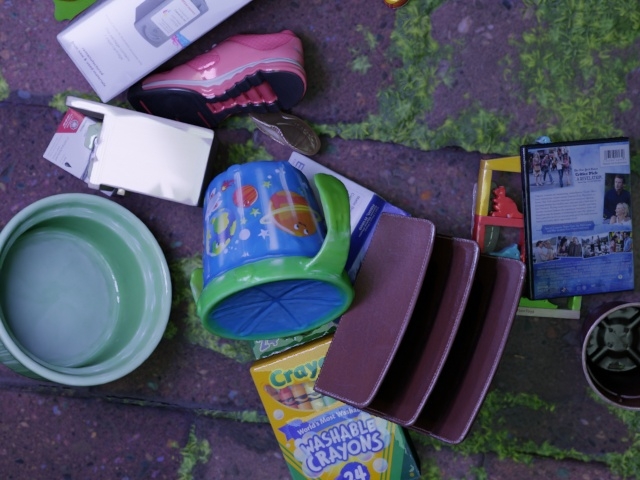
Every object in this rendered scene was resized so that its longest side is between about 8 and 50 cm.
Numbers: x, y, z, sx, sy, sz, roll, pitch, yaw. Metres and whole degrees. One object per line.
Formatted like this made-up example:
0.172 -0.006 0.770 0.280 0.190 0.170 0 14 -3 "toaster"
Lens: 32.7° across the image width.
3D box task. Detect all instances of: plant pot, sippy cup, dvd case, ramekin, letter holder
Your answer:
0.488 0.170 1.737 0.167 0.165 0.167 0 95 5 "plant pot"
-0.083 0.008 1.671 0.306 0.240 0.224 -16 63 9 "sippy cup"
0.414 -0.035 1.759 0.180 0.022 0.253 -5 98 -8 "dvd case"
-0.406 0.086 1.748 0.303 0.148 0.303 8 75 -33 "ramekin"
0.159 0.133 1.666 0.152 0.214 0.301 29 79 -41 "letter holder"

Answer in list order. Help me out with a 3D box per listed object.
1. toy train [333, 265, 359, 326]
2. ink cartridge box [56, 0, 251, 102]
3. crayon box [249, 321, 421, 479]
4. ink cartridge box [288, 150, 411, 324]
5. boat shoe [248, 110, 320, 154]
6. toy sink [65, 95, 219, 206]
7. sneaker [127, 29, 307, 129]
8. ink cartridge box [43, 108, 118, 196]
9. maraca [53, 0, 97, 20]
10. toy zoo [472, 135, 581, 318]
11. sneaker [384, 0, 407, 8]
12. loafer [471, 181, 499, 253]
-0.006 0.074 1.823 0.166 0.046 0.125 26 91 17 "toy train"
-0.242 -0.368 1.708 0.306 0.226 0.131 -34 108 7 "ink cartridge box"
0.017 0.273 1.828 0.203 0.083 0.323 -21 93 6 "crayon box"
0.000 0.000 1.782 0.224 0.045 0.223 28 91 18 "ink cartridge box"
-0.058 -0.184 1.809 0.135 0.045 0.050 36 81 6 "boat shoe"
-0.290 -0.132 1.725 0.234 0.153 0.131 14 90 -3 "toy sink"
-0.164 -0.267 1.795 0.314 0.116 0.136 -7 52 18 "sneaker"
-0.379 -0.148 1.834 0.135 0.056 0.099 30 96 2 "ink cartridge box"
-0.415 -0.441 1.793 0.127 0.099 0.185 -17 120 8 "maraca"
0.344 -0.023 1.776 0.192 0.030 0.293 4 96 -9 "toy zoo"
0.150 -0.456 1.755 0.064 0.067 0.175 19 95 4 "sneaker"
0.269 -0.037 1.804 0.045 0.039 0.125 -2 100 -28 "loafer"
